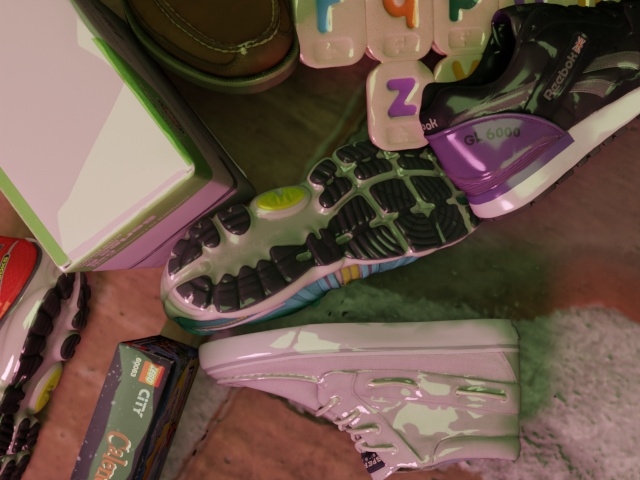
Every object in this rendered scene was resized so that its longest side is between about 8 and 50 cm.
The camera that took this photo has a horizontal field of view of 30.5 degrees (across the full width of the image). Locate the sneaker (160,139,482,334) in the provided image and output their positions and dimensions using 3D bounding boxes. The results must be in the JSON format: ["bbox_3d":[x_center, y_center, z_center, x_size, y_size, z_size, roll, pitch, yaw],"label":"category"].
[{"bbox_3d":[0.000,0.000,0.937,0.275,0.110,0.107,-19,70,-17],"label":"sneaker"}]

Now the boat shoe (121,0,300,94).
[{"bbox_3d":[-0.118,-0.234,0.883,0.110,0.104,0.307,-28,57,-15],"label":"boat shoe"}]

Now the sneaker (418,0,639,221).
[{"bbox_3d":[0.202,-0.148,0.904,0.283,0.107,0.124,-40,105,-9],"label":"sneaker"}]

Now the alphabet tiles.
[{"bbox_3d":[0.109,-0.215,0.921,0.284,0.021,0.278,-8,103,-18],"label":"alphabet tiles"}]

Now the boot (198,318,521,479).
[{"bbox_3d":[0.033,0.130,0.929,0.258,0.095,0.123,-3,80,2],"label":"boot"}]

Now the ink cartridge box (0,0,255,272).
[{"bbox_3d":[-0.165,-0.085,0.863,0.114,0.273,0.198,-38,86,3],"label":"ink cartridge box"}]

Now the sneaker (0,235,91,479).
[{"bbox_3d":[-0.291,0.125,0.960,0.118,0.107,0.279,26,85,22],"label":"sneaker"}]

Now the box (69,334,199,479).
[{"bbox_3d":[-0.159,0.191,0.905,0.044,0.159,0.233,19,88,4],"label":"box"}]
